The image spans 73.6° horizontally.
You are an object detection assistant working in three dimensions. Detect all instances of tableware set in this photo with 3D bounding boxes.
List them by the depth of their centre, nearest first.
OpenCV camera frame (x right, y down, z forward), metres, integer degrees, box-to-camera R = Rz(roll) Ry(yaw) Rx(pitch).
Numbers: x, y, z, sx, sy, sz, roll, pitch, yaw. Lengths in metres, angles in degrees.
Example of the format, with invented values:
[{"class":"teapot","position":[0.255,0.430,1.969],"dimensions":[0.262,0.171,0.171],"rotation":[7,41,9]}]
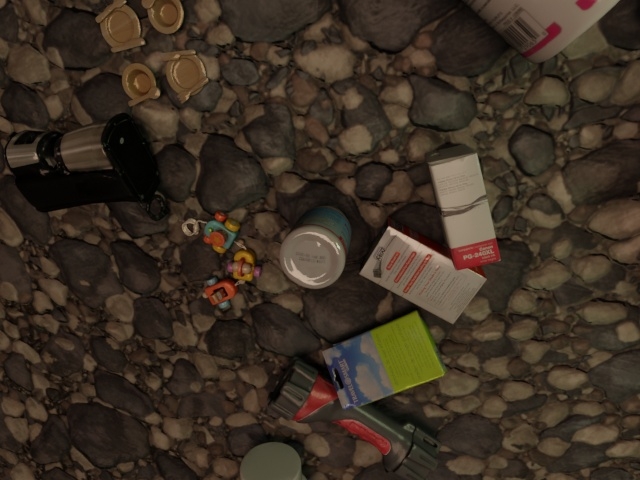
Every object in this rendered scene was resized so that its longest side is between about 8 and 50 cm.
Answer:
[{"class":"tableware set","position":[-0.251,-0.284,0.637],"dimensions":[0.141,0.020,0.169],"rotation":[-13,105,13]}]

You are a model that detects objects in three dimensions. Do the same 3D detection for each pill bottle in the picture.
[{"class":"pill bottle","position":[0.199,-0.351,0.466],"dimensions":[0.283,0.160,0.160],"rotation":[40,110,-6]},{"class":"pill bottle","position":[0.000,0.000,0.616],"dimensions":[0.087,0.160,0.087],"rotation":[3,109,9]},{"class":"pill bottle","position":[-0.091,0.532,0.816],"dimensions":[0.152,0.152,0.272],"rotation":[3,108,8]}]

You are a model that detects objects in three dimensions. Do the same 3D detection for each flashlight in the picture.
[{"class":"flashlight","position":[0.056,0.325,0.752],"dimensions":[0.304,0.103,0.103],"rotation":[35,137,-4]}]

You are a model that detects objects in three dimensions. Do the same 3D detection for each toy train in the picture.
[{"class":"toy train","position":[-0.172,0.037,0.719],"dimensions":[0.125,0.046,0.166],"rotation":[-16,105,14]}]

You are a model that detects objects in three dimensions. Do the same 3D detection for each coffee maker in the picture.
[{"class":"coffee maker","position":[-0.361,-0.097,0.666],"dimensions":[0.178,0.120,0.171],"rotation":[-6,108,12]}]

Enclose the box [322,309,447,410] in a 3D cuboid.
[{"class":"box","position":[0.103,0.199,0.706],"dimensions":[0.178,0.042,0.109],"rotation":[-27,72,17]}]

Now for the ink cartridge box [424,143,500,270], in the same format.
[{"class":"ink cartridge box","position":[0.194,-0.051,0.594],"dimensions":[0.063,0.109,0.151],"rotation":[-14,106,15]}]

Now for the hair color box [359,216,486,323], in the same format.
[{"class":"hair color box","position":[0.156,0.046,0.664],"dimensions":[0.167,0.053,0.093],"rotation":[28,112,-2]}]
